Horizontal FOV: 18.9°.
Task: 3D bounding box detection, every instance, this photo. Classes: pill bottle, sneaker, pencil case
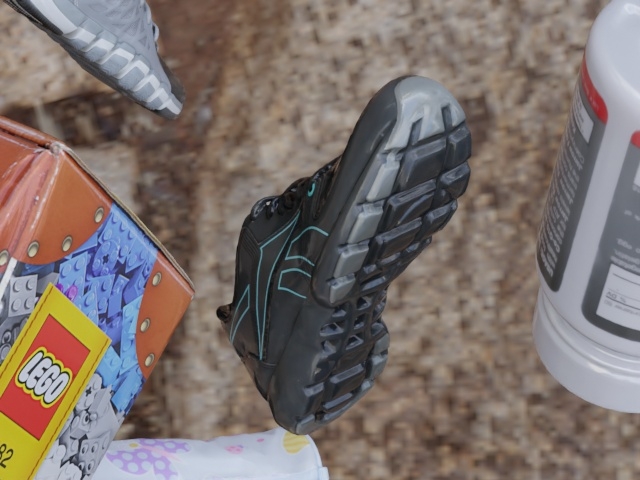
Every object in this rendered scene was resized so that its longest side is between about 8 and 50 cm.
[{"bbox_3d":[0.235,-0.023,1.308,0.161,0.161,0.283,-42,154,-36],"label":"pill bottle"},{"bbox_3d":[0.000,0.000,1.118,0.101,0.267,0.106,-22,57,-40],"label":"sneaker"},{"bbox_3d":[-0.135,-0.183,1.391,0.132,0.086,0.229,-56,148,-4],"label":"sneaker"},{"bbox_3d":[-0.130,0.211,1.556,0.273,0.124,0.113,0,62,-29],"label":"pencil case"}]

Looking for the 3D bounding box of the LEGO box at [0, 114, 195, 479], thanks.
[{"bbox_3d":[-0.385,0.062,1.022,0.372,0.500,0.193,-61,154,-14],"label":"LEGO box"}]
